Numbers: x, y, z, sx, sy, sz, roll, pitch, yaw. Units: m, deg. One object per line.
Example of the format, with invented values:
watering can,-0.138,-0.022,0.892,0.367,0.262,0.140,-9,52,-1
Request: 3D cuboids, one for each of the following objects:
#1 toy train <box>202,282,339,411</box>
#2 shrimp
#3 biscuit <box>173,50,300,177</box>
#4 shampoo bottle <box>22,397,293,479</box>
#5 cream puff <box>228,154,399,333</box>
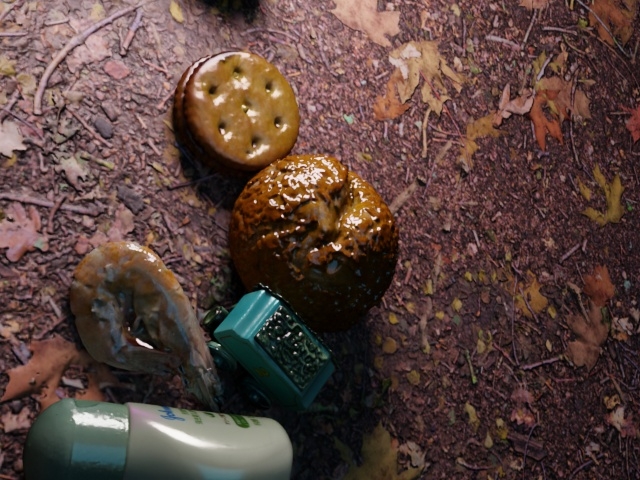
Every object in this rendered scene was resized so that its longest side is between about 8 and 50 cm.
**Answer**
toy train,-0.082,0.173,1.383,0.203,0.163,0.112,46,58,-17
shrimp,-0.251,0.147,1.324,0.164,0.062,0.317,-34,95,-14
biscuit,-0.137,-0.213,1.500,0.220,0.066,0.221,10,72,-33
shampoo bottle,-0.226,0.301,1.229,0.349,0.222,0.151,10,90,-20
cream puff,0.000,0.000,1.455,0.303,0.212,0.303,8,74,-28
